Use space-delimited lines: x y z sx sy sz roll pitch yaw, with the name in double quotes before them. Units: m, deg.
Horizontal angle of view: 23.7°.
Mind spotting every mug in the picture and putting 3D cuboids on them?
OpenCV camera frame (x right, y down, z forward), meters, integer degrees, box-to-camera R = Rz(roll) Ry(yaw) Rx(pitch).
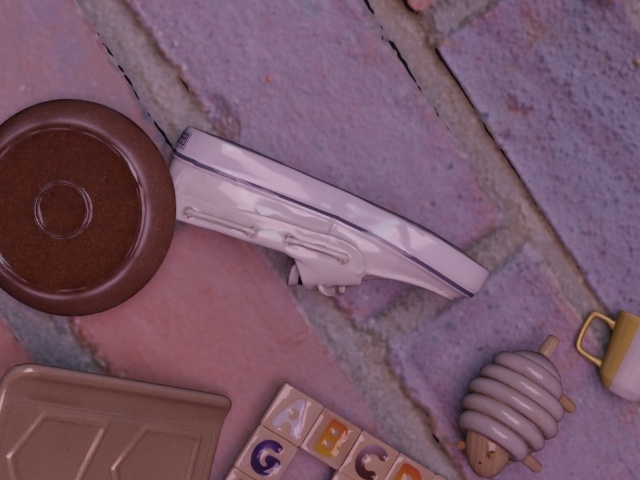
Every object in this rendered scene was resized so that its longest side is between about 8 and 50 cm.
"mug" 0.262 0.098 1.289 0.062 0.078 0.064 19 100 -45

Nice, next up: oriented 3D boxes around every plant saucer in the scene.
"plant saucer" -0.195 -0.024 1.167 0.168 0.029 0.168 1 95 8

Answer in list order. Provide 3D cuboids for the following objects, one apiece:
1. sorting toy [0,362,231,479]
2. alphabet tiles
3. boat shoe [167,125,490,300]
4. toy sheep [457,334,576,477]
"sorting toy" -0.217 0.203 1.141 0.307 0.041 0.229 15 93 -42
"alphabet tiles" 0.014 0.257 1.250 0.237 0.009 0.198 33 85 -19
"boat shoe" 0.000 0.000 1.203 0.267 0.096 0.088 24 93 -11
"toy sheep" 0.160 0.135 1.252 0.091 0.091 0.132 34 73 -12
